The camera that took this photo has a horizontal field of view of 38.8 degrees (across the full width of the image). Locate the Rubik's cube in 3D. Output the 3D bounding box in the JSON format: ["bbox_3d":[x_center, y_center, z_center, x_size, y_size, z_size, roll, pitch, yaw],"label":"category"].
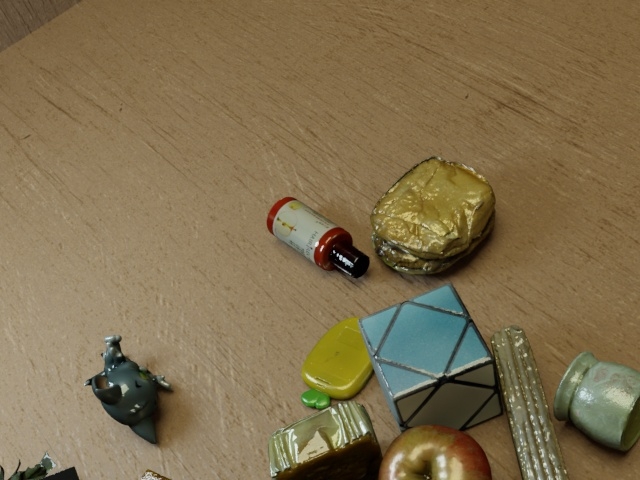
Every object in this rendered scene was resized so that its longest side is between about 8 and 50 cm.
[{"bbox_3d":[0.211,0.243,1.744,0.205,0.207,0.205,-23,48,-1],"label":"Rubik's cube"}]

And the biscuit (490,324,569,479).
[{"bbox_3d":[0.385,0.355,1.633,0.078,0.144,0.426,-14,47,8],"label":"biscuit"}]

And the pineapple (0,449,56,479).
[{"bbox_3d":[-0.672,0.503,1.853,0.277,0.119,0.130,-6,67,5],"label":"pineapple"}]

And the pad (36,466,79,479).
[{"bbox_3d":[-0.568,0.566,1.785,0.245,0.006,0.170,-21,88,0],"label":"pad"}]

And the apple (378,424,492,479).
[{"bbox_3d":[0.204,0.429,1.616,0.209,0.164,0.209,-13,55,19],"label":"apple"}]

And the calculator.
[{"bbox_3d":[0.042,0.255,1.905,0.146,0.032,0.235,18,56,31],"label":"calculator"}]

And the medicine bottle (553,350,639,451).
[{"bbox_3d":[0.513,0.289,1.643,0.143,0.147,0.147,23,60,37],"label":"medicine bottle"}]

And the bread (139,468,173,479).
[{"bbox_3d":[-0.330,0.513,1.803,0.094,0.035,0.090,15,57,28],"label":"bread"}]

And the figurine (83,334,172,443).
[{"bbox_3d":[-0.432,0.294,1.941,0.140,0.193,0.265,-46,40,-20],"label":"figurine"}]

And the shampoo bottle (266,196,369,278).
[{"bbox_3d":[0.000,0.000,2.092,0.104,0.104,0.278,-42,51,-19],"label":"shampoo bottle"}]

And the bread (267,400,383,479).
[{"bbox_3d":[0.011,0.403,1.679,0.210,0.192,0.110,-23,50,-3],"label":"bread"}]

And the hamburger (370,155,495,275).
[{"bbox_3d":[0.245,-0.047,2.030,0.283,0.144,0.259,-35,53,-18],"label":"hamburger"}]
